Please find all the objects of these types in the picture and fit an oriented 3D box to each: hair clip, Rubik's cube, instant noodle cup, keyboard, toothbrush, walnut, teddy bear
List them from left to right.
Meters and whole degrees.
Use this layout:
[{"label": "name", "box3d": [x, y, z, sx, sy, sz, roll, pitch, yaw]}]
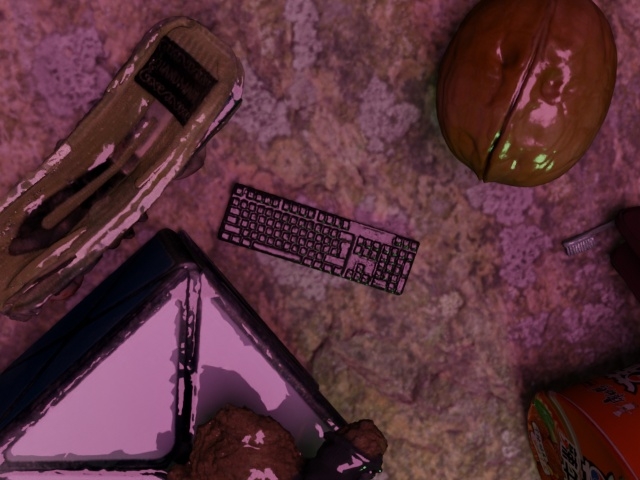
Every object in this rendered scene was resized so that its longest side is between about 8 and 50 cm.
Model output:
[{"label": "hair clip", "box3d": [-0.194, -0.060, 1.064, 0.321, 0.138, 0.091, -46, 148, -2]}, {"label": "Rubik's cube", "box3d": [-0.136, 0.169, 1.027, 0.260, 0.259, 0.255, -42, 105, -1]}, {"label": "keyboard", "box3d": [0.000, 0.000, 1.149, 0.204, 0.013, 0.061, 18, 96, -13]}, {"label": "teddy bear", "box3d": [0.004, 0.225, 0.872, 0.251, 0.129, 0.182, 38, 86, -15]}, {"label": "walnut", "box3d": [0.199, -0.152, 1.091, 0.167, 0.167, 0.207, 21, 93, -13]}, {"label": "toothbrush", "box3d": [0.362, -0.033, 1.213, 0.219, 0.016, 0.019, -24, 104, -7]}, {"label": "instant noodle cup", "box3d": [0.356, 0.228, 1.145, 0.192, 0.250, 0.250, -23, 103, -14]}]

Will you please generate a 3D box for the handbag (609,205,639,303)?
[{"label": "handbag", "box3d": [0.427, 0.034, 1.146, 0.216, 0.203, 0.074, -11, 132, -14]}]
